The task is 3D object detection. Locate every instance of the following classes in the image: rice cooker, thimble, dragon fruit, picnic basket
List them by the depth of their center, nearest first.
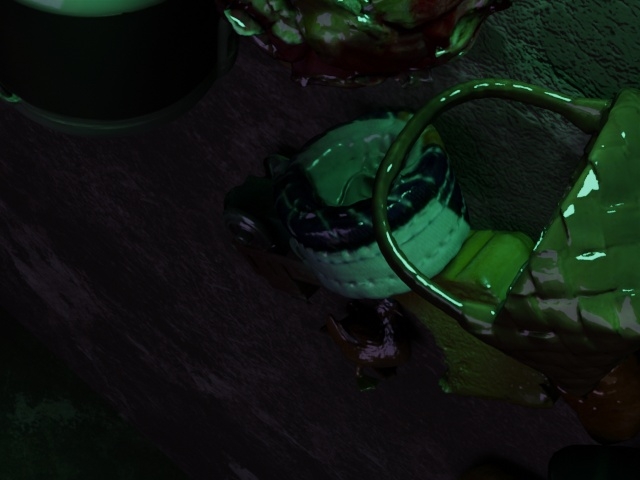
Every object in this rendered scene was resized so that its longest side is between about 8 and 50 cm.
[{"bbox_3d":[0.040,-0.295,1.093,0.329,0.329,0.329,33,150,21],"label":"dragon fruit"},{"bbox_3d":[0.212,-0.032,1.219,0.337,0.293,0.337,28,160,11],"label":"picnic basket"},{"bbox_3d":[-0.265,-0.314,1.476,0.335,0.335,0.325,35,151,17],"label":"rice cooker"},{"bbox_3d":[0.058,-0.045,1.491,0.237,0.237,0.150,15,143,43],"label":"thimble"}]

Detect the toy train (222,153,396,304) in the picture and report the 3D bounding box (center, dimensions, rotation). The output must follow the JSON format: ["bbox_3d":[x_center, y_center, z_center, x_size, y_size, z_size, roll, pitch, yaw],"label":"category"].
[{"bbox_3d":[0.000,0.000,1.739,0.304,0.150,0.221,16,151,40],"label":"toy train"}]

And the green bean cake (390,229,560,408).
[{"bbox_3d":[0.213,0.096,1.587,0.233,0.124,0.236,0,129,52],"label":"green bean cake"}]

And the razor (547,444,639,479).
[{"bbox_3d":[0.437,0.353,1.442,0.349,0.204,0.113,8,136,4],"label":"razor"}]

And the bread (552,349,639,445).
[{"bbox_3d":[0.353,0.136,1.454,0.134,0.129,0.260,0,131,52],"label":"bread"}]

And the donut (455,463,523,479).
[{"bbox_3d":[0.310,0.515,2.009,0.299,0.150,0.317,14,140,49],"label":"donut"}]

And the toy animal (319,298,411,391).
[{"bbox_3d":[0.067,0.139,1.899,0.188,0.089,0.179,22,128,36],"label":"toy animal"}]
